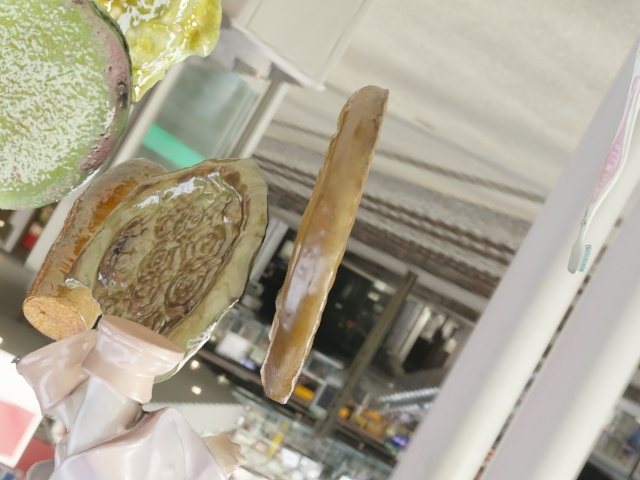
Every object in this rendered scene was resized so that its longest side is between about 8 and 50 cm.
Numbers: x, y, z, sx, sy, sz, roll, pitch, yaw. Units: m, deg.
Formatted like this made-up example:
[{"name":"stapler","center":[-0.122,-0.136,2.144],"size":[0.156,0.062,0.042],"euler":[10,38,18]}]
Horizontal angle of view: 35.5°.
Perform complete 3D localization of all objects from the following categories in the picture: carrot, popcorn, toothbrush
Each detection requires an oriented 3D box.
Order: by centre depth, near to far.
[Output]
[{"name":"toothbrush","center":[0.231,-0.067,0.785],"size":[0.022,0.204,0.017],"euler":[-2,-157,-42]},{"name":"popcorn","center":[-0.255,-0.332,1.277],"size":[0.274,0.335,0.279],"euler":[56,-157,-13]},{"name":"carrot","center":[-0.317,0.001,1.453],"size":[0.138,0.302,0.139],"euler":[14,136,14]}]

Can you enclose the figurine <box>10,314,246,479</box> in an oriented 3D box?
[{"name":"figurine","center":[-0.106,0.183,0.575],"size":[0.133,0.276,0.200],"euler":[-16,173,14]}]

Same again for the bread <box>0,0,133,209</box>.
[{"name":"bread","center":[-0.274,-0.138,0.868],"size":[0.228,0.229,0.033],"euler":[29,-167,9]}]

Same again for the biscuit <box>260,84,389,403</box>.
[{"name":"biscuit","center":[-0.001,0.000,0.784],"size":[0.037,0.262,0.262],"euler":[18,178,0]}]

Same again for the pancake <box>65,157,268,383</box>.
[{"name":"pancake","center":[-0.126,0.018,0.804],"size":[0.029,0.212,0.235],"euler":[46,-171,-36]}]
